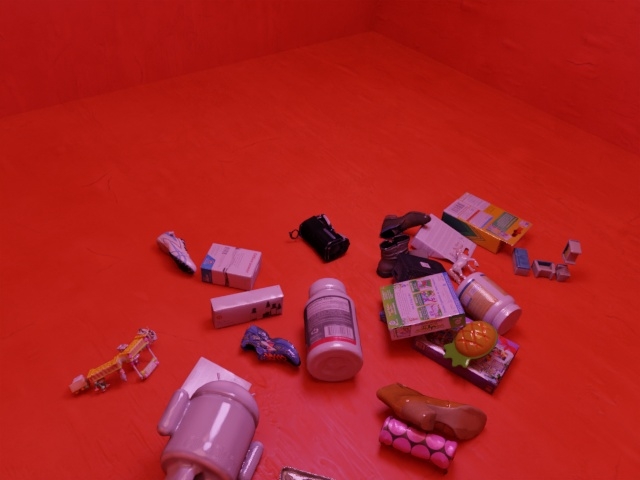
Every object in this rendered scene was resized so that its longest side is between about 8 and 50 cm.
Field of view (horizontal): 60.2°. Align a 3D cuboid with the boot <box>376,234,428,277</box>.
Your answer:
[{"bbox_3d":[0.325,0.044,2.101,0.246,0.161,0.083,-17,45,-25],"label":"boot"}]

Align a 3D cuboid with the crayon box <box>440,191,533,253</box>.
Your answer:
[{"bbox_3d":[0.700,-0.068,2.341,0.322,0.083,0.203,31,46,28],"label":"crayon box"}]

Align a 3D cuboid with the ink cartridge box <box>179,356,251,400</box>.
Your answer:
[{"bbox_3d":[-0.318,0.450,1.656,0.179,0.045,0.145,30,42,0],"label":"ink cartridge box"}]

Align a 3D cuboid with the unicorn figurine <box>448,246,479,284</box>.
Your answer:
[{"bbox_3d":[0.551,0.090,2.138,0.111,0.060,0.162,39,50,13],"label":"unicorn figurine"}]

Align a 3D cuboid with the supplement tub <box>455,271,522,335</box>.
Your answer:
[{"bbox_3d":[0.587,0.222,1.937,0.144,0.144,0.200,-21,47,-28],"label":"supplement tub"}]

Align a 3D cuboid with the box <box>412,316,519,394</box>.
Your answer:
[{"bbox_3d":[0.482,0.355,1.836,0.293,0.057,0.201,29,46,25],"label":"box"}]

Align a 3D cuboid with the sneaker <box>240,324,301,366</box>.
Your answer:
[{"bbox_3d":[-0.159,0.353,1.758,0.221,0.083,0.087,20,55,24],"label":"sneaker"}]

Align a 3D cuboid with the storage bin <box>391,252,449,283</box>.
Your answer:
[{"bbox_3d":[0.366,0.122,2.027,0.180,0.085,0.122,12,24,-15],"label":"storage bin"}]

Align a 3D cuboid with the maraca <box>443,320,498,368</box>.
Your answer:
[{"bbox_3d":[0.476,0.328,1.751,0.185,0.099,0.127,-37,41,-7],"label":"maraca"}]

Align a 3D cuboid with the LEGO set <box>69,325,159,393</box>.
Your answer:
[{"bbox_3d":[-0.595,0.388,1.664,0.132,0.107,0.287,-4,29,48],"label":"LEGO set"}]

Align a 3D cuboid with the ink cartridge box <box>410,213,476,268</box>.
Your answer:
[{"bbox_3d":[0.504,0.015,2.261,0.232,0.066,0.189,38,46,4],"label":"ink cartridge box"}]

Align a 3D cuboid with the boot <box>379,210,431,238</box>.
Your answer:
[{"bbox_3d":[0.342,-0.054,2.250,0.219,0.082,0.106,-7,40,40],"label":"boot"}]

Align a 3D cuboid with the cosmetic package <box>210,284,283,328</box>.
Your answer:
[{"bbox_3d":[-0.247,0.225,1.868,0.238,0.099,0.060,-11,43,-18],"label":"cosmetic package"}]

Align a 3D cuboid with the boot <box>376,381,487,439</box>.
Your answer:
[{"bbox_3d":[0.326,0.487,1.628,0.295,0.104,0.211,16,4,-32],"label":"boot"}]

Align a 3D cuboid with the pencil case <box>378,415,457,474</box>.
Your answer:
[{"bbox_3d":[0.270,0.565,1.541,0.209,0.098,0.095,20,87,15],"label":"pencil case"}]

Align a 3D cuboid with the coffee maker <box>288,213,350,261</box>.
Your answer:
[{"bbox_3d":[0.000,0.000,2.169,0.171,0.120,0.178,-36,51,-10],"label":"coffee maker"}]

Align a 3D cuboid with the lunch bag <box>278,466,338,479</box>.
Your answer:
[{"bbox_3d":[0.024,0.669,1.272,0.286,0.235,0.169,12,42,7],"label":"lunch bag"}]

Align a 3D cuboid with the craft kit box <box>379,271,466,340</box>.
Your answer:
[{"bbox_3d":[0.336,0.216,1.856,0.246,0.061,0.250,-10,28,4],"label":"craft kit box"}]

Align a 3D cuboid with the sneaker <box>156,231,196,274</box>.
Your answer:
[{"bbox_3d":[-0.526,0.040,2.059,0.086,0.085,0.237,-37,54,-20],"label":"sneaker"}]

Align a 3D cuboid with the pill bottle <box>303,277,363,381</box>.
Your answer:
[{"bbox_3d":[0.034,0.276,1.782,0.176,0.176,0.319,1,40,-6],"label":"pill bottle"}]

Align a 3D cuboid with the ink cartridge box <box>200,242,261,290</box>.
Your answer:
[{"bbox_3d":[-0.325,0.096,2.023,0.190,0.082,0.140,12,41,5],"label":"ink cartridge box"}]

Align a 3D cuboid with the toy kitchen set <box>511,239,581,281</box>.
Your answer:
[{"bbox_3d":[0.879,0.050,2.158,0.207,0.166,0.122,9,40,3],"label":"toy kitchen set"}]

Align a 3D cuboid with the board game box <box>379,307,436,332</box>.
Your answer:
[{"bbox_3d":[0.335,0.239,1.914,0.211,0.039,0.160,7,34,37],"label":"board game box"}]

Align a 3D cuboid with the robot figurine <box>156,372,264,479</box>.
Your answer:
[{"bbox_3d":[-0.281,0.516,1.444,0.300,0.199,0.354,42,38,-17],"label":"robot figurine"}]
